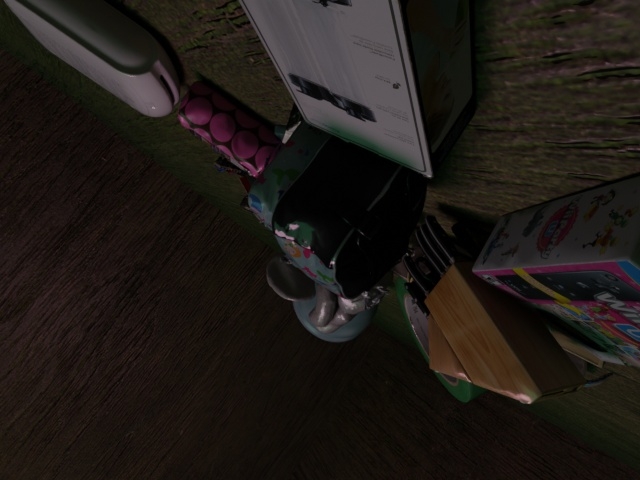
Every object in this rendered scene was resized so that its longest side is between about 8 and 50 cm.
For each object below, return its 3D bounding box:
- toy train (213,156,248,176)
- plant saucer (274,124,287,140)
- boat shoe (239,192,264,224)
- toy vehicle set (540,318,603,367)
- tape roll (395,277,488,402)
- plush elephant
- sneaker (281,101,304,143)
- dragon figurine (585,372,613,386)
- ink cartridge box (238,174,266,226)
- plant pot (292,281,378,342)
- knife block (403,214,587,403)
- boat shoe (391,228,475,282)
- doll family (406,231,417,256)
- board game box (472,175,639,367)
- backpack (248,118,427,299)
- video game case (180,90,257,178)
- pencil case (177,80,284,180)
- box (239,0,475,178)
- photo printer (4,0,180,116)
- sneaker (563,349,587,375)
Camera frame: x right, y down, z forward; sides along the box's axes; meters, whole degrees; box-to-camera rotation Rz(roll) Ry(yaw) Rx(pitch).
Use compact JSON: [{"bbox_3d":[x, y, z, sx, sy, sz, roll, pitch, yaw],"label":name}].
[{"bbox_3d":[-0.233,-0.193,1.314,0.027,0.036,0.158,41,-166,18],"label":"toy train"},{"bbox_3d":[-0.011,-0.151,0.948,0.192,0.018,0.067,39,170,-35],"label":"plant saucer"},{"bbox_3d":[-0.192,-0.088,1.785,0.228,0.068,0.081,39,170,-29],"label":"boat shoe"},{"bbox_3d":[0.407,0.141,0.939,0.267,0.035,0.166,28,170,35],"label":"toy vehicle set"},{"bbox_3d":[0.288,0.216,1.167,0.321,0.077,0.321,63,173,13],"label":"tape roll"},{"bbox_3d":[0.024,0.049,1.140,0.255,0.272,0.330,43,174,2],"label":"plush elephant"},{"bbox_3d":[-0.011,-0.175,0.737,0.073,0.063,0.162,17,178,-9],"label":"sneaker"},{"bbox_3d":[0.352,0.184,0.891,0.144,0.085,0.289,57,164,-18],"label":"dragon figurine"},{"bbox_3d":[-0.156,-0.113,1.306,0.145,0.045,0.179,62,179,-7],"label":"ink cartridge box"},{"bbox_3d":[0.076,0.166,1.626,0.293,0.293,0.196,35,145,-4],"label":"plant pot"},{"bbox_3d":[0.232,0.080,0.719,0.088,0.241,0.276,-2,-178,-27],"label":"knife block"},{"bbox_3d":[0.221,0.067,0.910,0.325,0.097,0.116,24,141,45],"label":"boat shoe"},{"bbox_3d":[0.097,-0.042,0.907,0.192,0.076,0.111,62,168,1],"label":"doll family"},{"bbox_3d":[0.332,0.051,0.532,0.224,0.097,0.303,33,171,-2],"label":"board game box"},{"bbox_3d":[0.039,-0.045,0.650,0.191,0.225,0.253,32,169,24],"label":"backpack"},{"bbox_3d":[-0.218,-0.237,1.153,0.210,0.041,0.232,34,172,-5],"label":"video game case"},{"bbox_3d":[-0.173,-0.209,0.950,0.209,0.098,0.095,36,-172,0],"label":"pencil case"},{"bbox_3d":[0.028,-0.181,0.403,0.169,0.087,0.290,29,170,27],"label":"box"},{"bbox_3d":[-0.411,-0.365,0.946,0.308,0.107,0.256,34,172,-5],"label":"photo printer"},{"bbox_3d":[0.467,0.266,1.171,0.293,0.108,0.169,26,166,34],"label":"sneaker"}]
